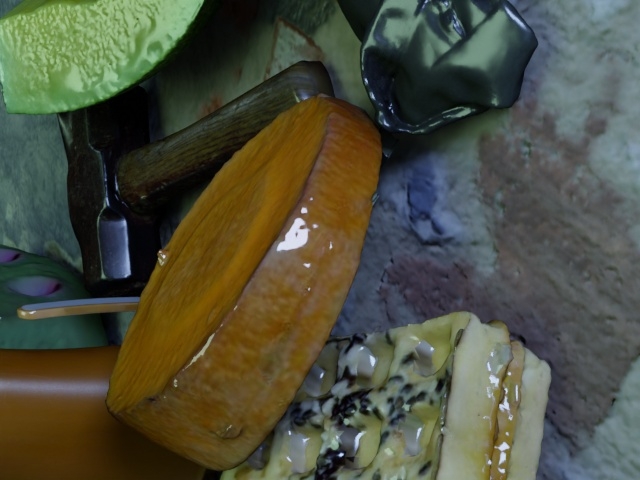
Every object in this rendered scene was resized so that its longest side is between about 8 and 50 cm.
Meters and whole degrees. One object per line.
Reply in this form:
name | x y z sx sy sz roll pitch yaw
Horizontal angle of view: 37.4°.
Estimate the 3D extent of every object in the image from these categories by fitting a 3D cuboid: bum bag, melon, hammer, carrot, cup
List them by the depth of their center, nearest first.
bum bag | 0.044 -0.210 0.729 0.142 0.079 0.326 -48 57 36
carrot | -0.057 0.023 0.749 0.307 0.100 0.258 -62 21 3
melon | -0.178 -0.229 0.934 0.323 0.124 0.196 -8 45 38
cup | -0.238 0.162 0.952 0.182 0.264 0.226 15 91 50
hammer | -0.134 -0.089 0.955 0.408 0.095 0.243 -20 75 47

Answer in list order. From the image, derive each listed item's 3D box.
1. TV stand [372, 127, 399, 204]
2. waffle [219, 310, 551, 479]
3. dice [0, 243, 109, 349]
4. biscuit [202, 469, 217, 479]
TV stand | 0.000 0.000 0.834 0.042 0.036 0.249 36 129 1
waffle | 0.017 0.242 0.653 0.261 0.114 0.376 -19 47 47
dice | -0.480 0.192 1.242 0.330 0.322 0.318 24 112 46
biscuit | -0.166 0.183 1.082 0.183 0.043 0.280 -23 80 47
